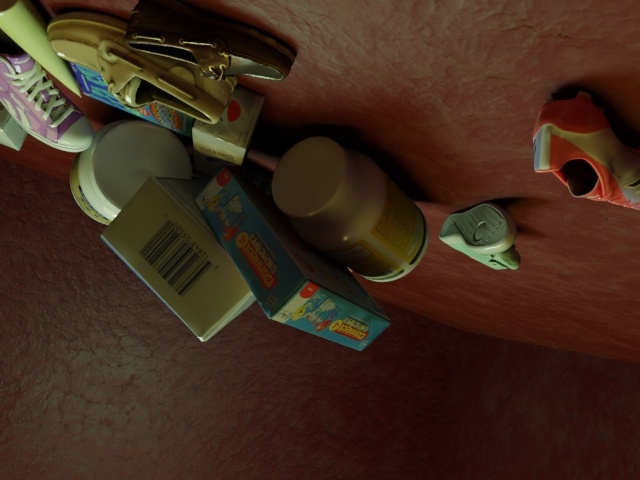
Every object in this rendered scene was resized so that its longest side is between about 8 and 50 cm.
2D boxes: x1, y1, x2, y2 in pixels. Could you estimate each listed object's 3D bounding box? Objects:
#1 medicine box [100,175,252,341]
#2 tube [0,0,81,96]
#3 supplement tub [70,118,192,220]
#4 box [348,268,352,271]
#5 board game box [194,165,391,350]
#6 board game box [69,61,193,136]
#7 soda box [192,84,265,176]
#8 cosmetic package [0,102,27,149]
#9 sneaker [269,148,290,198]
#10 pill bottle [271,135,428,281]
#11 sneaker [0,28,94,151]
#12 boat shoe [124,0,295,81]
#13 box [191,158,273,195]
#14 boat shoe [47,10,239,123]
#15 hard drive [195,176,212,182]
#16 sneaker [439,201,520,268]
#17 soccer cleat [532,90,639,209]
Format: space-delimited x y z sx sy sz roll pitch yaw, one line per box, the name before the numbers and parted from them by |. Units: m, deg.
medicine box | -0.222 0.021 1.011 0.263 0.149 0.289 45 -172 2
tube | -0.446 -0.315 0.823 0.062 0.070 0.240 14 171 0
supplement tub | -0.449 -0.152 1.229 0.240 0.241 0.331 24 170 -28
box | -0.084 0.049 1.593 0.345 0.215 0.168 19 -148 -5
board game box | -0.047 0.039 0.956 0.302 0.086 0.308 32 -165 -52
board game box | -0.322 -0.264 0.928 0.210 0.047 0.160 20 170 -13
soda box | -0.171 -0.184 0.940 0.091 0.098 0.286 20 170 -10
cosmetic package | -0.823 -0.347 1.113 0.365 0.155 0.197 23 169 -19
sneaker | -0.072 -0.124 1.114 0.099 0.121 0.262 -10 152 -13
pill bottle | 0.061 -0.052 0.962 0.187 0.188 0.334 12 168 34
sneaker | -0.527 -0.277 0.950 0.282 0.102 0.161 44 153 -29
boat shoe | -0.138 -0.237 0.653 0.206 0.073 0.073 18 170 -3
box | -0.171 -0.120 1.375 0.321 0.080 0.257 20 172 -6
boat shoe | -0.274 -0.248 0.764 0.302 0.098 0.109 18 171 7
hard drive | -0.259 -0.094 1.338 0.210 0.040 0.318 24 170 -28
sneaker | 0.342 0.001 0.991 0.151 0.094 0.256 26 180 -7
soccer cleat | 0.327 -0.074 0.592 0.247 0.095 0.083 25 169 -29
